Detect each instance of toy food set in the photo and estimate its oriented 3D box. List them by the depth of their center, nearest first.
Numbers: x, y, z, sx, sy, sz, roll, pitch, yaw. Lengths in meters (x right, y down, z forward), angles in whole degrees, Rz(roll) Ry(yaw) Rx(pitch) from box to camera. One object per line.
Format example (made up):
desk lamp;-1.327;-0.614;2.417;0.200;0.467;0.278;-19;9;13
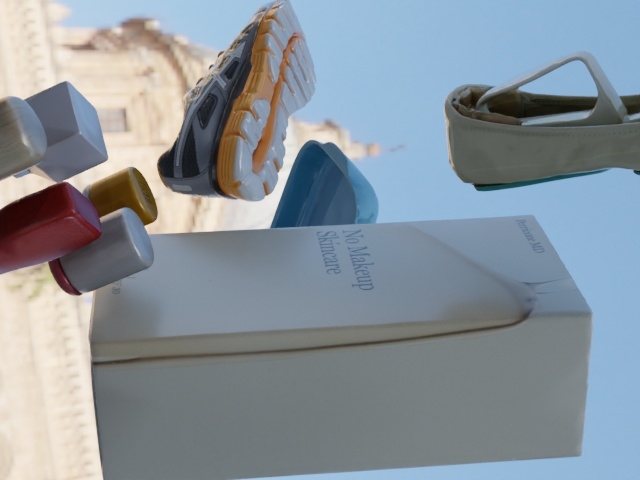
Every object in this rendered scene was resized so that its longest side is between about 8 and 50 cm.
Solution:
toy food set;-0.182;-0.030;0.757;0.104;0.232;0.111;-23;-116;9

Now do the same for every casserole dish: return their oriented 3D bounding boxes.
casserole dish;0.000;0.000;1.162;0.114;0.037;0.188;53;-47;42

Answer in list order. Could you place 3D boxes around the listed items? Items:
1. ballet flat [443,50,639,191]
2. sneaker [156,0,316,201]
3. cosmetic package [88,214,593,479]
ballet flat;0.183;-0.075;0.785;0.248;0.086;0.086;-3;-88;34
sneaker;-0.063;-0.113;1.018;0.083;0.215;0.084;-6;-50;25
cosmetic package;0.008;0.069;0.879;0.160;0.309;0.113;-107;-166;-64
